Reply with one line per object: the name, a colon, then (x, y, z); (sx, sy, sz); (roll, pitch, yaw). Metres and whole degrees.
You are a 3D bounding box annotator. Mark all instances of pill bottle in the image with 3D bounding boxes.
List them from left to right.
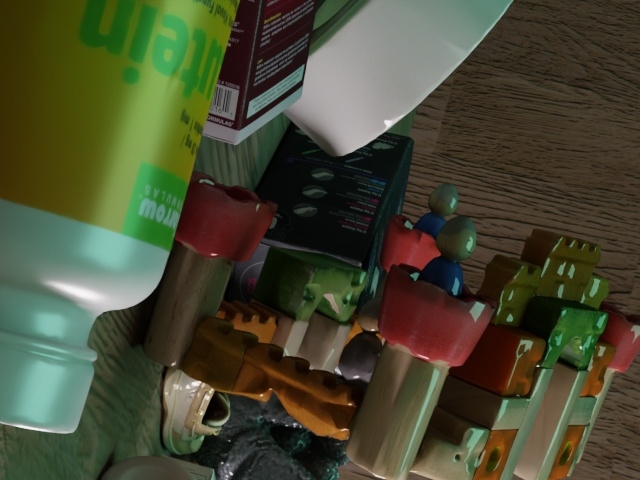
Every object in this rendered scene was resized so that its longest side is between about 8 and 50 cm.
pill bottle: (-0.118, -0.050, 0.655); (0.136, 0.136, 0.245); (47, 58, -82)
pill bottle: (-0.149, 0.262, 1.309); (0.086, 0.086, 0.152); (-66, 168, -56)

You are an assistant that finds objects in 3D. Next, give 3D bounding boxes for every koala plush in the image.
koala plush: (-0.048, 0.222, 1.675); (0.196, 0.203, 0.221); (-62, 178, -16)

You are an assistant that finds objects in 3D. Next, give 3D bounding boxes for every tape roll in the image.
tape roll: (0.070, -0.214, 1.455); (0.286, 0.100, 0.286); (-45, -167, 14)

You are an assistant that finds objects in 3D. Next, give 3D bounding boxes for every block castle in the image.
block castle: (0.088, 0.056, 1.379); (0.453, 0.303, 0.212); (10, 102, -59)

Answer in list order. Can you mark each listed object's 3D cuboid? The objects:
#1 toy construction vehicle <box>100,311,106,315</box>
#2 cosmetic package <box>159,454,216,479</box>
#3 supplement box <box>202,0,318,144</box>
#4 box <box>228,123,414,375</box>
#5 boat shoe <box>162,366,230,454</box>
toy construction vehicle: (-0.142, 0.004, 1.064); (0.086, 0.035, 0.098); (38, 63, -71)
cosmetic package: (-0.141, 0.298, 1.571); (0.239, 0.060, 0.099); (91, 17, -66)
supplement box: (-0.048, -0.205, 1.133); (0.130, 0.073, 0.239); (-44, 149, -60)
box: (0.000, 0.000, 1.742); (0.270, 0.143, 0.165); (-65, 166, -54)
boat shoe: (-0.115, 0.161, 1.489); (0.170, 0.059, 0.063); (94, 12, -58)
